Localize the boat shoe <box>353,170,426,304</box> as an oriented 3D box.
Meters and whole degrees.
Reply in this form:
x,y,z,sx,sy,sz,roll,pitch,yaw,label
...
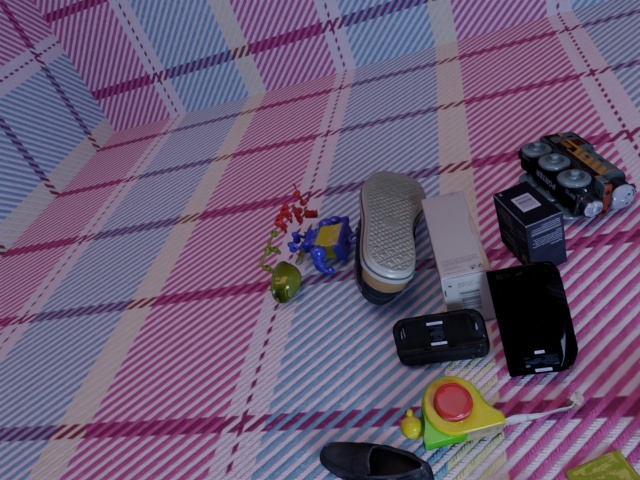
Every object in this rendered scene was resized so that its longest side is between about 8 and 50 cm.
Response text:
x,y,z,sx,sy,sz,roll,pitch,yaw,label
0.177,-0.028,1.408,0.187,0.156,0.500,14,39,0,boat shoe

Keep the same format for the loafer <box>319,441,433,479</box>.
x,y,z,sx,sy,sz,roll,pitch,yaw,label
0.096,0.406,0.974,0.223,0.078,0.076,0,41,29,loafer

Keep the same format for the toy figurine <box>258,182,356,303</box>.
x,y,z,sx,sy,sz,roll,pitch,yaw,label
0.000,0.000,1.476,0.217,0.191,0.362,-2,41,20,toy figurine

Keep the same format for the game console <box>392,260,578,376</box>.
x,y,z,sx,sy,sz,roll,pitch,yaw,label
0.319,0.176,1.084,0.361,0.044,0.213,-14,80,26,game console

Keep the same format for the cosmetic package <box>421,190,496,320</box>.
x,y,z,sx,sy,sz,roll,pitch,yaw,label
0.328,0.035,1.263,0.113,0.160,0.309,-13,37,12,cosmetic package

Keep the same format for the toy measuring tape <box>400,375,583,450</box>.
x,y,z,sx,sy,sz,roll,pitch,yaw,label
0.305,0.297,0.978,0.330,0.121,0.121,-15,36,0,toy measuring tape

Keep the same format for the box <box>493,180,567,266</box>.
x,y,z,sx,sy,sz,roll,pitch,yaw,label
0.497,-0.030,1.252,0.093,0.158,0.156,-23,36,2,box

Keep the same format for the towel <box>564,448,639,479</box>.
x,y,z,sx,sy,sz,roll,pitch,yaw,label
0.478,0.430,0.783,0.102,0.021,0.237,-22,35,0,towel

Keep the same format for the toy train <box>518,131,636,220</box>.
x,y,z,sx,sy,sz,roll,pitch,yaw,label
0.660,-0.176,1.382,0.190,0.142,0.334,-14,35,-4,toy train
